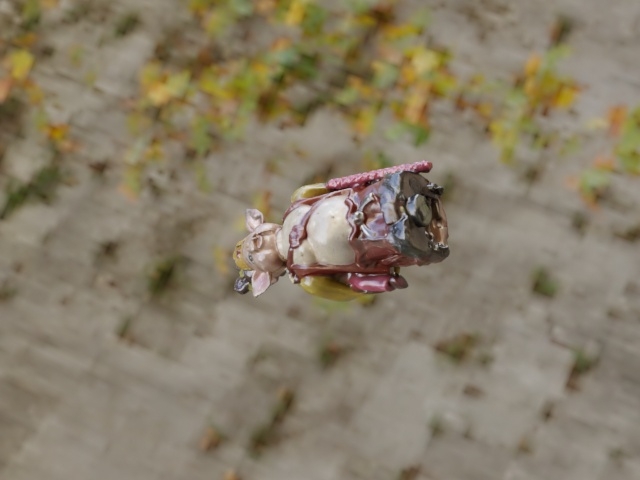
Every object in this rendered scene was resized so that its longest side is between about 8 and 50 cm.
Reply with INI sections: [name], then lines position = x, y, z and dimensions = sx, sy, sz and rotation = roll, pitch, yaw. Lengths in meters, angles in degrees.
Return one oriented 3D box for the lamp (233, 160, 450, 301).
[lamp]
position = 0.000, 0.000, 1.856
dimensions = 0.118, 0.253, 0.118
rotation = 27, -122, -54
